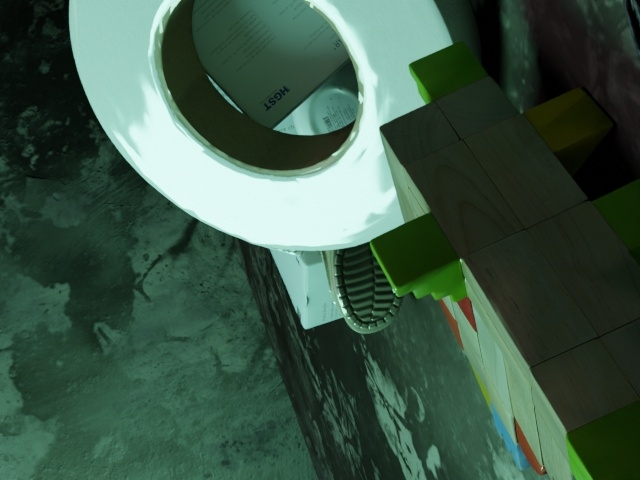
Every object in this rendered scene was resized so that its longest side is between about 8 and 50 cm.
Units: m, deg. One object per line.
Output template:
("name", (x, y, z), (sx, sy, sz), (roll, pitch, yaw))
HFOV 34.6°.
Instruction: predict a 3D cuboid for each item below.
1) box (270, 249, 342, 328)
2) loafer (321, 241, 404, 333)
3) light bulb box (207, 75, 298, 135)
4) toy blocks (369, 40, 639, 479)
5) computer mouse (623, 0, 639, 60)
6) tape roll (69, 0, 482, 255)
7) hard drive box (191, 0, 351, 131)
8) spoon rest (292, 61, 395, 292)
("box", (0.000, 0.000, 1.497), (0.181, 0.119, 0.182), (91, 158, -56))
("loafer", (0.046, -0.013, 1.342), (0.092, 0.102, 0.268), (169, 93, -80))
("light bulb box", (-0.112, -0.315, 1.291), (0.358, 0.225, 0.361), (-136, 30, -67))
("toy blocks", (0.166, 0.069, 0.782), (0.261, 0.191, 0.381), (68, 176, -50))
("computer mouse", (0.216, -0.089, 0.491), (0.272, 0.072, 0.188), (168, 86, -78))
("tape roll", (-0.046, -0.160, 0.948), (0.072, 0.392, 0.392), (-60, -29, -46))
("hard drive box", (-0.068, -0.255, 1.042), (0.232, 0.181, 0.089), (47, -169, -15))
("spoon rest", (0.060, -0.082, 1.147), (0.084, 0.137, 0.276), (-26, -88, -63))
